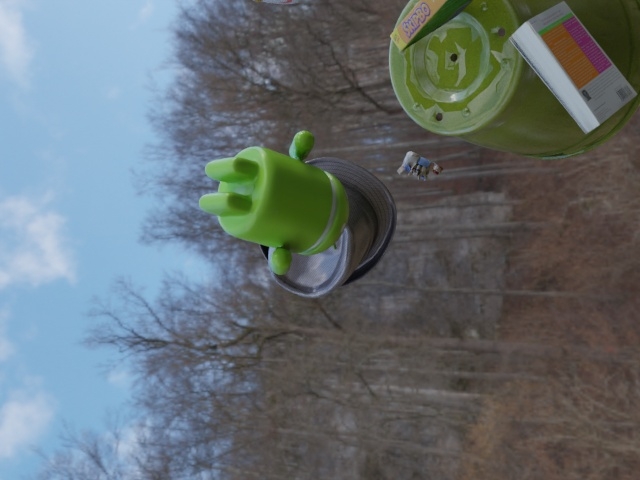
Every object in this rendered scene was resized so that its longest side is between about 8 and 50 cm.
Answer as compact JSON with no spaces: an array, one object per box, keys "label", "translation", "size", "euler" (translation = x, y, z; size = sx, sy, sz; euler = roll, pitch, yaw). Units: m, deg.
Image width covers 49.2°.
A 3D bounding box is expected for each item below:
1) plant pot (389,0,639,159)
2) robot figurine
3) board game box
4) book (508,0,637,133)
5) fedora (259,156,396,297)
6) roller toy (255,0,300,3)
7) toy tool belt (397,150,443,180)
[{"label":"plant pot","translation":[0.309,-0.305,1.169],"size":[0.353,0.367,0.366],"euler":[-13,-82,-46]},{"label":"robot figurine","translation":[-0.028,-0.027,0.507],"size":[0.115,0.067,0.101],"euler":[17,-103,-38]},{"label":"board game box","translation":[0.192,-0.338,0.885],"size":[0.124,0.259,0.039],"euler":[-37,-87,-25]},{"label":"book","translation":[0.302,-0.207,0.824],"size":[0.096,0.035,0.144],"euler":[-34,-94,-32]},{"label":"fedora","translation":[0.000,0.000,1.251],"size":[0.244,0.275,0.124],"euler":[38,-150,-12]},{"label":"roller toy","translation":[-0.114,-0.542,1.368],"size":[0.209,0.191,0.146],"euler":[-123,43,-78]},{"label":"toy tool belt","translation":[0.202,-0.142,1.425],"size":[0.051,0.083,0.052],"euler":[-61,-19,2]}]
